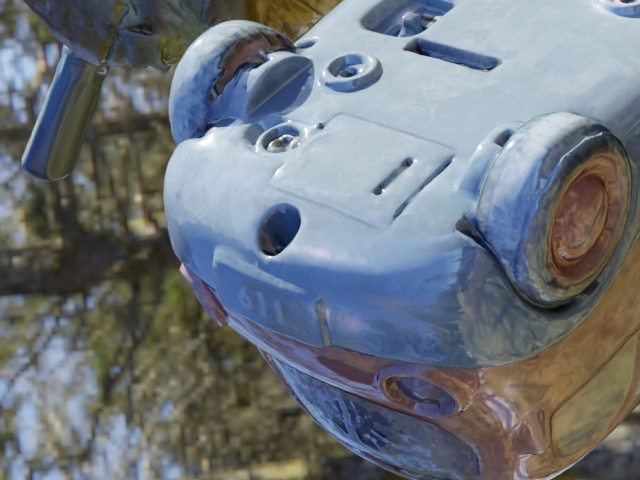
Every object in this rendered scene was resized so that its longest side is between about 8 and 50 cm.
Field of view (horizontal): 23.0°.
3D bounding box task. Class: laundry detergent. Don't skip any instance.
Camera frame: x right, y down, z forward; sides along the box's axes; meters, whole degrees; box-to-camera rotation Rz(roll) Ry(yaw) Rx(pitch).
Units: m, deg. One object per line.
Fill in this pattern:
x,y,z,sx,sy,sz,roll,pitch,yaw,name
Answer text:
-0.297,-0.174,1.880,0.206,0.061,0.096,-66,-8,24,laundry detergent

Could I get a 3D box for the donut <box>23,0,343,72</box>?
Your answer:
-0.135,-0.296,1.278,0.170,0.360,0.360,-41,-45,-42,donut

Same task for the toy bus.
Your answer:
0.084,-0.010,0.714,0.294,0.197,0.231,-43,-44,-32,toy bus
